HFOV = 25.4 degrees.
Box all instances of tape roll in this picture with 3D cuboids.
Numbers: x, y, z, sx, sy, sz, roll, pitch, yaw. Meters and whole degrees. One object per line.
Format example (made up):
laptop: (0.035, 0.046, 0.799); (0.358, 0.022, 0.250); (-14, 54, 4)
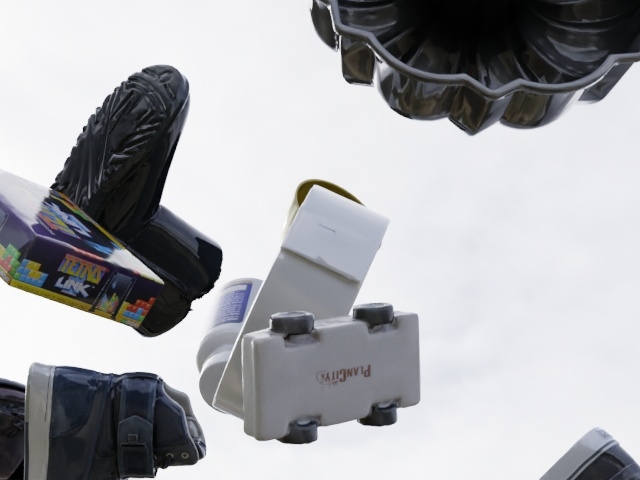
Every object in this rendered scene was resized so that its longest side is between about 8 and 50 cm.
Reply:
tape roll: (-0.021, 0.082, 1.627); (0.100, 0.286, 0.286); (25, -38, 2)

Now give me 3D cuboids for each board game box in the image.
board game box: (-0.227, -0.004, 1.143); (0.170, 0.048, 0.141); (36, 6, 40)

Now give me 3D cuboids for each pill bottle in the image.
pill bottle: (-0.103, 0.140, 1.852); (0.112, 0.187, 0.112); (3, -61, 5)

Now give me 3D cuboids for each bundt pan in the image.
bundt pan: (0.128, -0.224, 1.164); (0.330, 0.331, 0.124); (13, -27, 1)

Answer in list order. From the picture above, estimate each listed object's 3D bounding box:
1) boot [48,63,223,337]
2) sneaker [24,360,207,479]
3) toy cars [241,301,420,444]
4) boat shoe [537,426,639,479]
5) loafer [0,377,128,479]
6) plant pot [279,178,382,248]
boot: (-0.169, -0.035, 1.460); (0.094, 0.246, 0.207); (31, -4, 41)
sneaker: (-0.186, 0.225, 1.287); (0.163, 0.086, 0.226); (3, -78, -7)
toy cars: (-0.059, 0.177, 1.100); (0.087, 0.394, 0.176); (3, -43, 44)
boat shoe: (0.264, 0.360, 1.661); (0.301, 0.102, 0.108); (-49, -28, 8)
loafer: (-0.337, 0.235, 1.626); (0.302, 0.095, 0.109); (24, -67, -43)
plant pot: (0.000, 0.000, 1.859); (0.134, 0.134, 0.095); (27, -56, -17)
